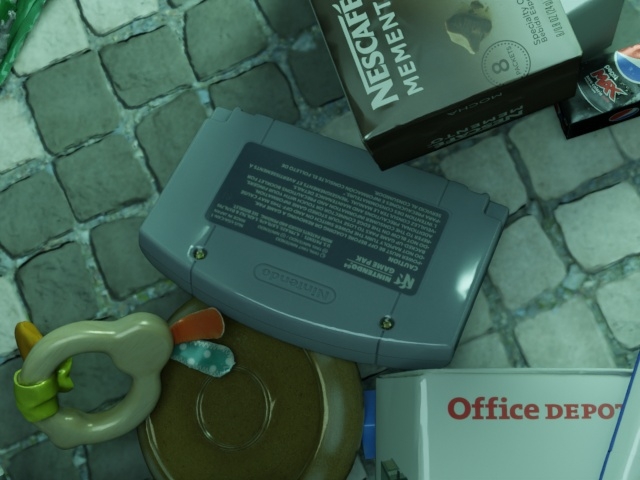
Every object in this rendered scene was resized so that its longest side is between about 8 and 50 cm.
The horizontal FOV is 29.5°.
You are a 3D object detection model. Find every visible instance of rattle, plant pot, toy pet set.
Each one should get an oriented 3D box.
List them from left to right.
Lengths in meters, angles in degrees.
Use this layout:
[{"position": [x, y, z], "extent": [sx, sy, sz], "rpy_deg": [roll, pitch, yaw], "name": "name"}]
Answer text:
[{"position": [-0.181, 0.095, 1.123], "extent": [0.200, 0.143, 0.130], "rpy_deg": [-34, 104, 3], "name": "rattle"}, {"position": [-0.075, 0.152, 1.102], "extent": [0.236, 0.032, 0.236], "rpy_deg": [-4, 81, 25], "name": "plant pot"}, {"position": [0.025, 0.177, 1.101], "extent": [0.114, 0.065, 0.122], "rpy_deg": [-4, 83, 8], "name": "toy pet set"}]

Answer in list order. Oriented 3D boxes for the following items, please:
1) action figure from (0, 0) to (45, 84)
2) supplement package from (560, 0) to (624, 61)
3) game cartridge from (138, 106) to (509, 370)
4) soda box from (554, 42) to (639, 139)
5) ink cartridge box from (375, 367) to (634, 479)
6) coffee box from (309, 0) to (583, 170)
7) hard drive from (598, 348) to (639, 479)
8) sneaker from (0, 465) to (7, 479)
[{"position": [-0.335, -0.224, 1.207], "extent": [0.137, 0.063, 0.232], "rpy_deg": [23, 90, 7], "name": "action figure"}, {"position": [0.112, -0.255, 1.075], "extent": [0.199, 0.198, 0.262], "rpy_deg": [-31, 80, 4], "name": "supplement package"}, {"position": [0.000, 0.000, 1.092], "extent": [0.297, 0.062, 0.198], "rpy_deg": [20, 62, 10], "name": "game cartridge"}, {"position": [0.297, -0.148, 1.106], "extent": [0.169, 0.060, 0.053], "rpy_deg": [-18, 77, 5], "name": "soda box"}, {"position": [0.161, 0.252, 1.013], "extent": [0.211, 0.121, 0.289], "rpy_deg": [3, 82, -16], "name": "ink cartridge box"}, {"position": [0.064, -0.224, 0.916], "extent": [0.168, 0.119, 0.297], "rpy_deg": [-20, 81, 6], "name": "coffee box"}, {"position": [0.369, 0.089, 1.014], "extent": [0.210, 0.040, 0.318], "rpy_deg": [24, 78, -17], "name": "hard drive"}, {"position": [-0.303, 0.313, 1.045], "extent": [0.124, 0.321, 0.180], "rpy_deg": [-29, 79, -38], "name": "sneaker"}]
